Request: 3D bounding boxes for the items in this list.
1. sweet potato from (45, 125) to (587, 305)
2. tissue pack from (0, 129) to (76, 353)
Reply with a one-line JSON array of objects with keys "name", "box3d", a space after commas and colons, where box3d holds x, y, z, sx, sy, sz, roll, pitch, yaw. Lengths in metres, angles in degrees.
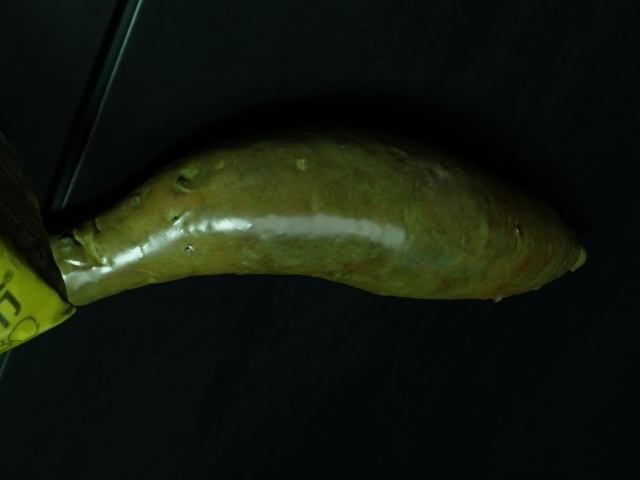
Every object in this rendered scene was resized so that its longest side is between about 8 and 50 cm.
[{"name": "sweet potato", "box3d": [-0.001, -0.004, 0.924, 0.346, 0.079, 0.108, -1, 142, -23]}, {"name": "tissue pack", "box3d": [-0.257, 0.017, 0.762, 0.271, 0.134, 0.192, -32, 137, 2]}]
